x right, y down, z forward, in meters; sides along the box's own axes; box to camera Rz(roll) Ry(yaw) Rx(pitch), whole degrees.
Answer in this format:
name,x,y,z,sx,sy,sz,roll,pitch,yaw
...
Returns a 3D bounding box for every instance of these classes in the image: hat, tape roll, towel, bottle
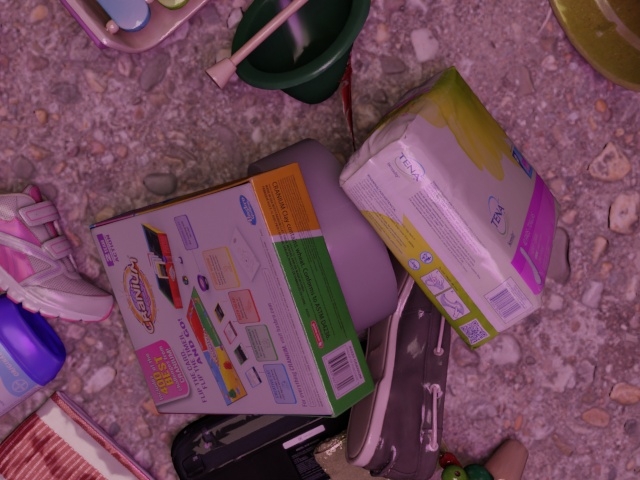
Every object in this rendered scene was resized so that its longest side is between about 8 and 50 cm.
name,x,y,z,sx,sy,sz,roll,pitch,yaw
hat,0.009,-0.190,1.120,0.183,0.172,0.209,47,64,-49
tape roll,0.000,0.000,1.043,0.072,0.219,0.219,-26,98,-13
towel,-0.347,0.375,1.148,0.237,0.037,0.329,44,89,-6
bottle,-0.435,0.179,1.088,0.282,0.092,0.118,-35,102,-1
towel,0.075,0.253,1.130,0.148,0.027,0.110,-28,113,-3

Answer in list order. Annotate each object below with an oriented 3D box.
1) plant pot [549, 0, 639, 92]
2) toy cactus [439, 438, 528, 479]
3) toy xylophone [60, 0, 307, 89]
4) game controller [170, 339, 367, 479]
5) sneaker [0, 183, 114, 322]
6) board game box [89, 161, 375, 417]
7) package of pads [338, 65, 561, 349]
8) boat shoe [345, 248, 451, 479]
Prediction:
name,x,y,z,sx,sy,sz,roll,pitch,yaw
plant pot,0.422,-0.339,1.047,0.253,0.276,0.276,-26,98,-13
toy cactus,0.192,0.321,1.152,0.180,0.112,0.219,-48,123,-33
toy xylophone,-0.124,-0.320,1.044,0.236,0.081,0.323,41,89,12
game controller,-0.016,0.245,1.159,0.319,0.067,0.167,-25,112,-2
sneaker,-0.334,-0.001,1.075,0.252,0.103,0.111,36,90,-11
board game box,-0.107,0.065,1.011,0.064,0.316,0.242,-25,100,-41
package of pads,0.149,-0.054,1.019,0.101,0.296,0.229,-36,99,27
boat shoe,0.111,0.110,1.092,0.095,0.112,0.335,21,68,-15
